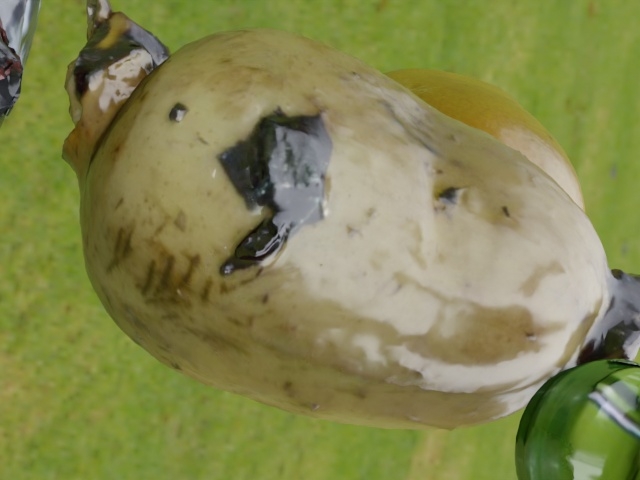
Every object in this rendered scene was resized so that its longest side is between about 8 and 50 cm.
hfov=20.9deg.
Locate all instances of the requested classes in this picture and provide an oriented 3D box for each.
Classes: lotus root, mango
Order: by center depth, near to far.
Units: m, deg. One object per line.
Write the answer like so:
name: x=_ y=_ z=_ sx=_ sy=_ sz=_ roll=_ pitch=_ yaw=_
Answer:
lotus root: x=0.000 y=0.000 z=0.676 sx=0.154 sy=0.257 sz=0.140 roll=68 pitch=46 yaw=-78
mango: x=0.093 y=-0.043 z=1.316 sx=0.317 sy=0.211 sz=0.173 roll=-82 pitch=-176 yaw=-68

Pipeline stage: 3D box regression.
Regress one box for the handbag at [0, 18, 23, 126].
handbag: x=-0.228 y=-0.103 z=0.607 sx=0.215 sy=0.155 sz=0.169 roll=1 pitch=60 yaw=-35

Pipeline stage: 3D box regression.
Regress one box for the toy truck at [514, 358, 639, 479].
toy truck: x=0.153 y=0.140 z=0.531 sx=0.210 sy=0.148 sz=0.187 roll=39 pitch=71 yaw=-26

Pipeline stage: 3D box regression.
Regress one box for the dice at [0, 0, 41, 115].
dice: x=-0.289 y=-0.193 z=1.243 sx=0.182 sy=0.182 sz=0.183 roll=120 pitch=-18 yaw=-58
